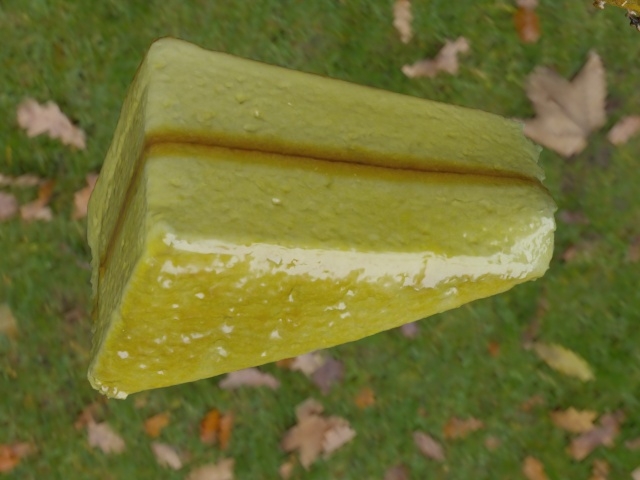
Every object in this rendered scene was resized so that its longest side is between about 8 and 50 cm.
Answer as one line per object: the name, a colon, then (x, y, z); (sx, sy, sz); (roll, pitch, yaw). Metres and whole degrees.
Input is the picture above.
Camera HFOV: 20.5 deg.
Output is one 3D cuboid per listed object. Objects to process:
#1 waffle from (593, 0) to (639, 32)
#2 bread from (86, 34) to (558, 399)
waffle: (0.380, -0.197, 1.607); (0.293, 0.260, 0.069); (19, 92, -26)
bread: (0.000, 0.000, 1.498); (0.361, 0.233, 0.245); (8, 137, -16)
